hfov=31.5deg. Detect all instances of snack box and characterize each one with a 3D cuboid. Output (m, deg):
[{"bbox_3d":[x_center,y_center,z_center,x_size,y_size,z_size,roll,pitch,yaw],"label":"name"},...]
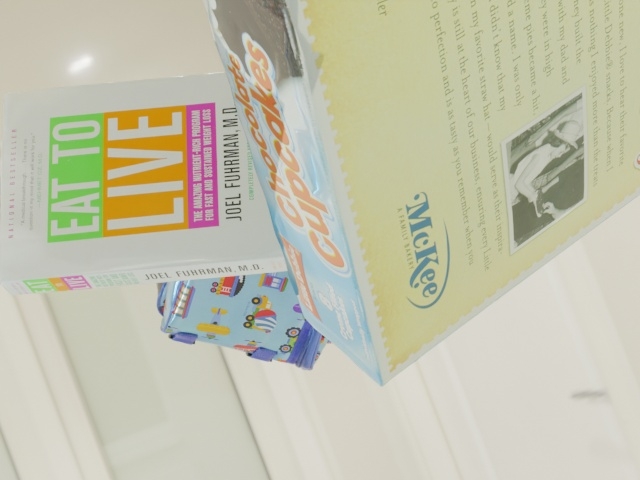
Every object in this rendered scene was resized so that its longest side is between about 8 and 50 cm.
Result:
[{"bbox_3d":[0.049,-0.118,0.349,0.187,0.322,0.060,-33,46,-19],"label":"snack box"}]

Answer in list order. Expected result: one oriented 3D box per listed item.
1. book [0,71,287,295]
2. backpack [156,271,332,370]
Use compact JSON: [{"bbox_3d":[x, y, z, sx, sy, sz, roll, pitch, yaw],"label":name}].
[{"bbox_3d":[-0.073,-0.027,0.522,0.144,0.096,0.035,-6,-24,4],"label":"book"},{"bbox_3d":[0.000,0.000,0.684,0.173,0.117,0.158,17,-57,-16],"label":"backpack"}]
